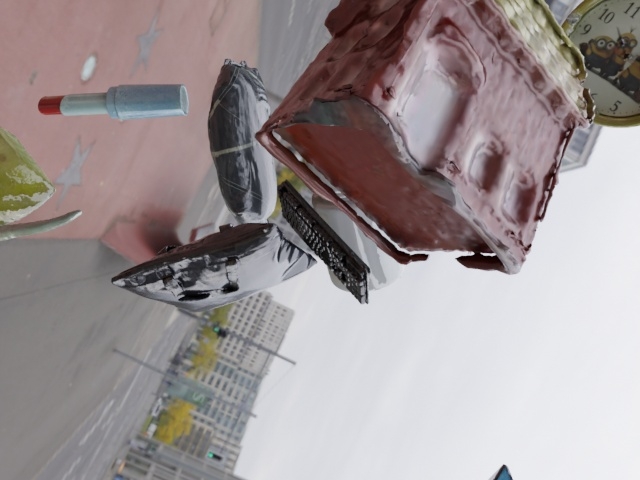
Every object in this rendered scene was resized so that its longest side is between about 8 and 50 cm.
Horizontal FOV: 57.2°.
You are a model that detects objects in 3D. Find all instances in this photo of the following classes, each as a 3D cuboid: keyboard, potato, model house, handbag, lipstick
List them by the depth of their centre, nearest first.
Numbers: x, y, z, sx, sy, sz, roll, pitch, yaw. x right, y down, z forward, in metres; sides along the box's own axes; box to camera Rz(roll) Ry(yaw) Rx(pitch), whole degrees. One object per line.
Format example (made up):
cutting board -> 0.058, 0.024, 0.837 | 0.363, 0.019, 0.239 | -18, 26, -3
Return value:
model house -> 0.100, -0.129, 0.475 | 0.160, 0.196, 0.254 | -5, -129, 58
potato -> -0.438, -0.067, 0.753 | 0.149, 0.120, 0.081 | -47, 158, -1
keyboard -> -0.001, 0.000, 0.840 | 0.023, 0.231, 0.072 | -24, 137, -21
handbag -> -0.148, 0.044, 0.874 | 0.211, 0.254, 0.088 | 50, 24, -69
lipstick -> -0.390, -0.259, 1.104 | 0.061, 0.274, 0.068 | 85, 5, -48

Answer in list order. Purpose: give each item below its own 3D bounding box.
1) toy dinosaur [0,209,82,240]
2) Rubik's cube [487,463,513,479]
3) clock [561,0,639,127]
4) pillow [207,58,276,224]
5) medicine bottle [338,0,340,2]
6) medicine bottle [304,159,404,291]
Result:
toy dinosaur -> -0.388, 0.000, 0.478 | 0.205, 0.393, 0.092 | -36, 132, -84
Rubik's cube -> 0.401, 0.715, 1.411 | 0.233, 0.228, 0.229 | -23, -143, 18
clock -> 0.508, -0.305, 0.976 | 0.237, 0.237, 0.057 | -61, 168, 24
pillow -> -0.136, -0.164, 1.097 | 0.161, 0.093, 0.335 | -36, 122, -64
medicine bottle -> 0.169, -0.517, 1.295 | 0.232, 0.238, 0.238 | 56, 49, -48
medicine bottle -> 0.059, -0.047, 1.000 | 0.144, 0.144, 0.252 | -74, 153, -57
